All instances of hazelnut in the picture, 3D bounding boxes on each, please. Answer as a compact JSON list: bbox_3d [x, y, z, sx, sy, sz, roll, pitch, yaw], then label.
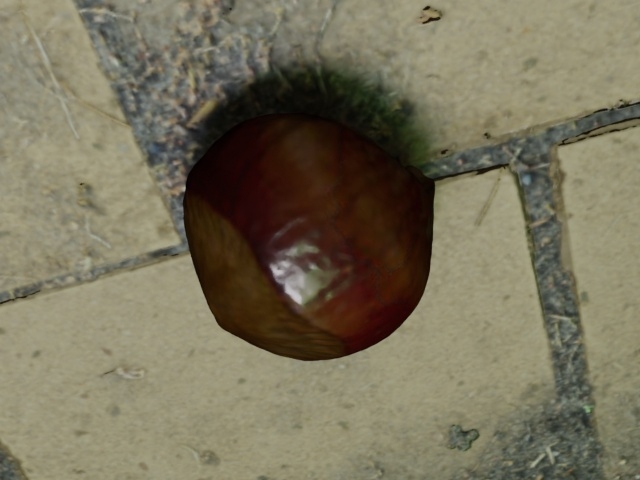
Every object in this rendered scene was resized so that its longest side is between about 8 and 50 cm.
[{"bbox_3d":[-0.008,0.001,0.881,0.170,0.161,0.202,6,170,2],"label":"hazelnut"}]
